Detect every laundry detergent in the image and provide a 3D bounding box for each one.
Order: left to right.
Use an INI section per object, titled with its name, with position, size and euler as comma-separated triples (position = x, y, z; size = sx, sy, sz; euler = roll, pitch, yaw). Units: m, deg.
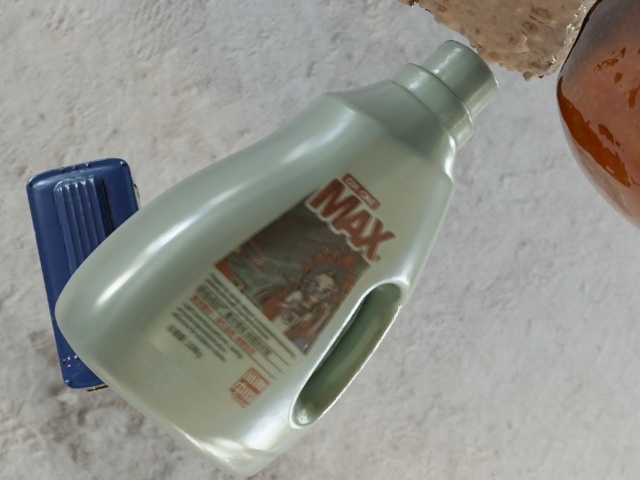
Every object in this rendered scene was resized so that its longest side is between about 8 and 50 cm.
[laundry detergent]
position = 0.000, 0.000, 0.808
size = 0.398, 0.124, 0.264
euler = -45, 124, -5

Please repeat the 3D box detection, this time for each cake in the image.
[cake]
position = 0.252, -0.374, 1.064
size = 0.255, 0.282, 0.290
euler = 37, 80, 11

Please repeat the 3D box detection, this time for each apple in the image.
[apple]
position = 0.280, -0.099, 0.650
size = 0.229, 0.230, 0.230
euler = 1, 88, -34

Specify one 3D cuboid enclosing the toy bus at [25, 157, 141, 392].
[toy bus]
position = -0.290, 0.051, 1.276
size = 0.138, 0.175, 0.288
euler = -13, 80, -6
